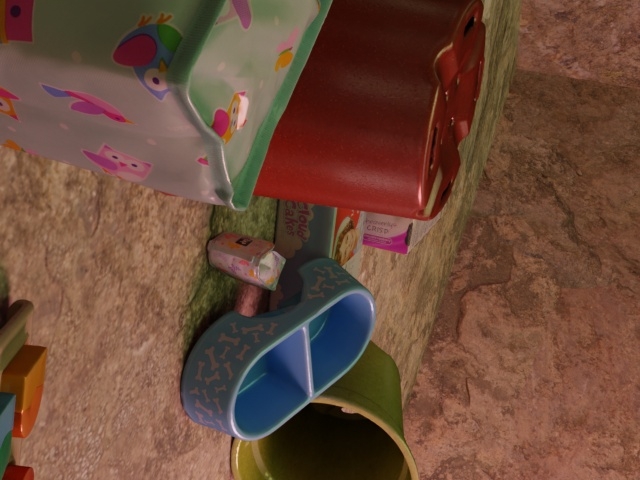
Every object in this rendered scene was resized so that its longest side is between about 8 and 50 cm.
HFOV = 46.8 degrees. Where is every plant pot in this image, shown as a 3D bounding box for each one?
[{"bbox_3d":[0.028,0.287,1.170,0.254,0.276,0.276,-64,162,-63],"label":"plant pot"},{"bbox_3d":[0.002,-0.144,0.696,0.272,0.265,0.272,15,90,-72],"label":"plant pot"}]

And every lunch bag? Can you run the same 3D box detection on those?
[{"bbox_3d":[-0.087,0.021,0.871,0.083,0.071,0.053,43,64,-69],"label":"lunch bag"},{"bbox_3d":[-0.104,-0.176,0.423,0.160,0.223,0.262,77,30,-65],"label":"lunch bag"}]

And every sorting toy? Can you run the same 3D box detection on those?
[{"bbox_3d":[-0.217,0.159,0.485,0.208,0.038,0.193,-125,-137,-72],"label":"sorting toy"}]

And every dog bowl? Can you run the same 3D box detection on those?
[{"bbox_3d":[-0.039,0.141,0.948,0.297,0.074,0.166,-31,132,-36],"label":"dog bowl"}]

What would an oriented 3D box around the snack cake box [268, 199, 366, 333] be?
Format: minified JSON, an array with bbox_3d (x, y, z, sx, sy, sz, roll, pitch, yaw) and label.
[{"bbox_3d":[0.000,0.000,1.088,0.152,0.089,0.264,-37,138,-60],"label":"snack cake box"}]

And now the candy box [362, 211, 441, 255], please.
[{"bbox_3d":[0.109,-0.055,1.256,0.233,0.159,0.071,-35,135,-62],"label":"candy box"}]
